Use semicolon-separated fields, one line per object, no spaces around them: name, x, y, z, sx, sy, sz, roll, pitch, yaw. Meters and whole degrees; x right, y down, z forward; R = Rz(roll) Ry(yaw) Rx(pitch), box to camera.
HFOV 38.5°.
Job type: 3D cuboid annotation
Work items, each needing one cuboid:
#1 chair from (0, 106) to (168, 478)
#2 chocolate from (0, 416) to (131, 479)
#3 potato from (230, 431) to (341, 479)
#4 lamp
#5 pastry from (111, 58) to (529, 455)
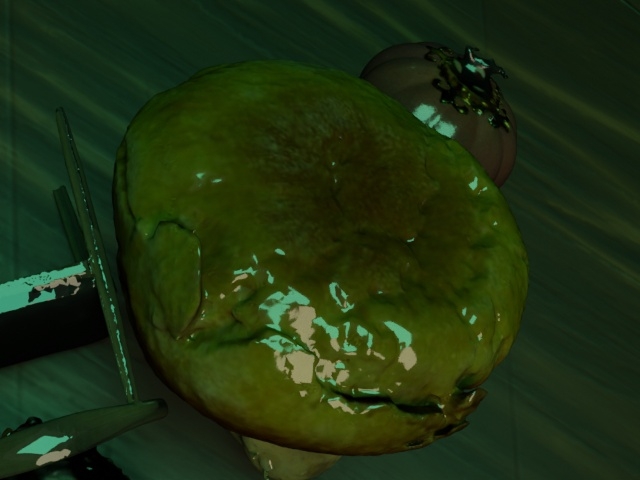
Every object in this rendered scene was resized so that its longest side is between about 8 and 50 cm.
chair;-0.250;0.063;0.740;0.188;0.166;0.272;-16;71;-20
chocolate;-0.211;0.202;0.736;0.156;0.156;0.133;-19;49;-21
potato;-0.027;0.098;0.821;0.161;0.128;0.234;6;65;-30
lamp;0.119;-0.122;0.910;0.182;0.140;0.182;22;45;-24
pastry;0.000;0.000;0.717;0.356;0.164;0.356;9;53;-12
